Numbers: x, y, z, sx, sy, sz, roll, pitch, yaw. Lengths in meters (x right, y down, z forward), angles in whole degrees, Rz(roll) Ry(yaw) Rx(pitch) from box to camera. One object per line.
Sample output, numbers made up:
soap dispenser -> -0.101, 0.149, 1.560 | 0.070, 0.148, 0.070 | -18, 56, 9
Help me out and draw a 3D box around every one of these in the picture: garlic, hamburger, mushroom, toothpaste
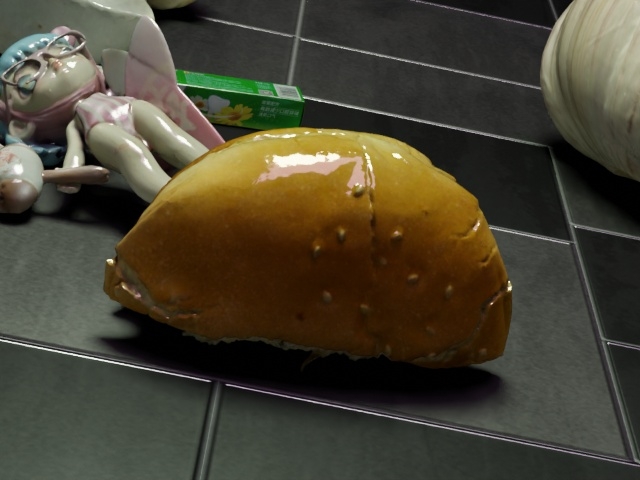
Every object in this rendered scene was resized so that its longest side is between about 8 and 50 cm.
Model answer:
garlic -> 0.361, -0.161, 1.591 | 0.317, 0.259, 0.317 | 28, 10, -5
hamburger -> 0.000, 0.000, 1.156 | 0.282, 0.157, 0.144 | 7, 23, -18
mushroom -> -0.213, -0.261, 1.711 | 0.177, 0.126, 0.397 | 20, 21, 1
toothpaste -> -0.104, -0.130, 1.567 | 0.178, 0.037, 0.043 | 6, 26, -14

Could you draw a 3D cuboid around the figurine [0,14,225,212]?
figurine -> -0.177, -0.068, 1.330 | 0.260, 0.103, 0.205 | 31, 65, 35
